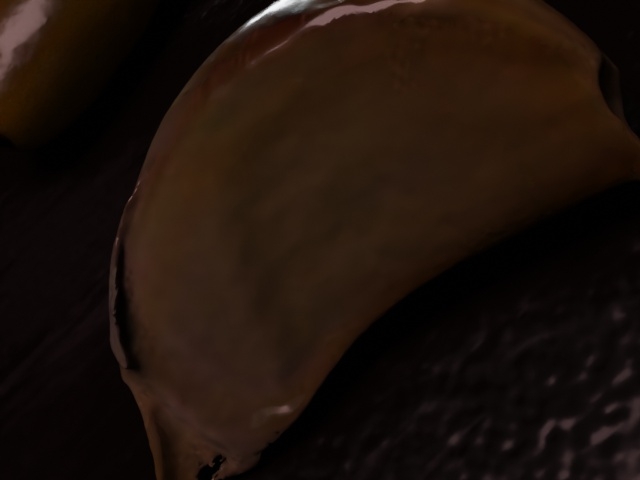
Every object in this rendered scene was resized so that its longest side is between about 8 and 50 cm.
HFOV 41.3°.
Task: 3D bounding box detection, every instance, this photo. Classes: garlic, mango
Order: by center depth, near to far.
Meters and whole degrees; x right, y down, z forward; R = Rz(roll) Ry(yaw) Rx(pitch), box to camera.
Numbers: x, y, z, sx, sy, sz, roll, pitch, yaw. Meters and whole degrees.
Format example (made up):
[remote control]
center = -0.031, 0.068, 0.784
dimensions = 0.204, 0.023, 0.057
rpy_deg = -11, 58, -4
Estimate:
[garlic]
center = -0.015, -0.002, 0.427
dimensions = 0.338, 0.151, 0.196
rpy_deg = -42, 58, 9
[mango]
center = -0.213, -0.187, 0.710
dimensions = 0.138, 0.113, 0.253
rpy_deg = 24, 76, 44
